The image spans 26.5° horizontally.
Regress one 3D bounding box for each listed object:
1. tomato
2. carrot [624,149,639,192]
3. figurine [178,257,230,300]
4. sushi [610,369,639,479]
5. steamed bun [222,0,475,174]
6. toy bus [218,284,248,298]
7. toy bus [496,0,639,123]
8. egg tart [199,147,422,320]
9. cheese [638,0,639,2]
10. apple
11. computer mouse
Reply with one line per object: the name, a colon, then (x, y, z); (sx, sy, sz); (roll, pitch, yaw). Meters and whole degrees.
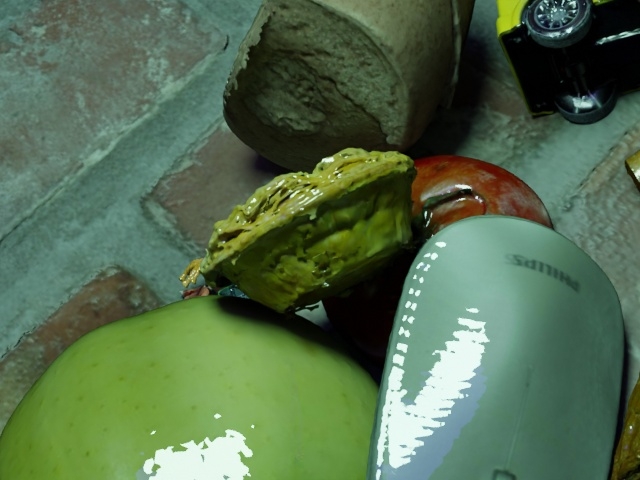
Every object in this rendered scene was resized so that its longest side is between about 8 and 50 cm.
tomato: (0.092, 0.005, 1.231); (0.228, 0.101, 0.228); (-14, 53, 19)
carrot: (0.377, -0.103, 1.194); (0.225, 0.067, 0.067); (-31, 48, 4)
figurine: (-0.123, 0.052, 1.337); (0.109, 0.047, 0.064); (-43, 25, -1)
sushi: (0.341, 0.099, 1.003); (0.287, 0.149, 0.140); (-17, 54, 7)
steamed bun: (0.051, -0.196, 1.303); (0.199, 0.301, 0.251); (33, 62, 1)
toy bus: (-0.055, 0.049, 1.308); (0.083, 0.037, 0.031); (-23, 48, 8)
toy bus: (0.332, -0.233, 1.260); (0.331, 0.145, 0.151); (-15, 52, 15)
egg tart: (0.000, 0.001, 1.122); (0.212, 0.212, 0.090); (-27, 79, 5)
cheese: (0.290, -0.281, 1.169); (0.286, 0.082, 0.163); (31, 76, 36)
apple: (-0.100, 0.227, 1.130); (0.320, 0.312, 0.360); (-60, 37, 25)
computer mouse: (0.144, 0.126, 1.068); (0.197, 0.095, 0.331); (18, 61, -8)
